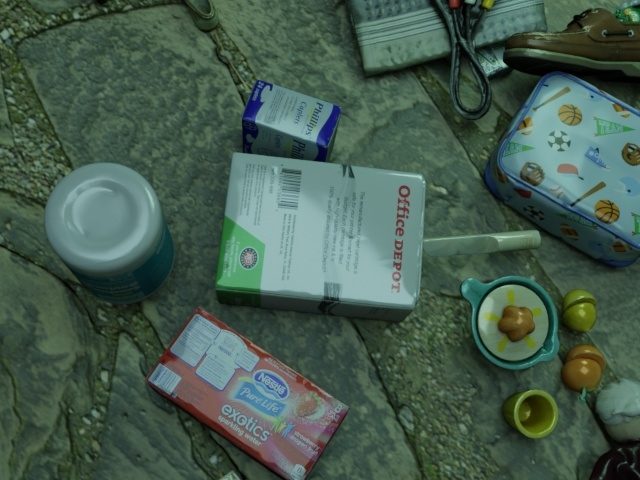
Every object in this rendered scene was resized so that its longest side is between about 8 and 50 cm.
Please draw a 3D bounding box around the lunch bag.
[{"bbox_3d":[0.433,-0.116,1.355,0.303,0.115,0.243,32,71,6],"label":"lunch bag"}]

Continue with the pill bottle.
[{"bbox_3d":[-0.279,0.004,1.185,0.146,0.264,0.146,1,73,-3],"label":"pill bottle"}]

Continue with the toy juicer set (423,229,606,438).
[{"bbox_3d":[0.310,0.102,1.259,0.209,0.089,0.329,-25,90,-13],"label":"toy juicer set"}]

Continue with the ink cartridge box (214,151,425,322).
[{"bbox_3d":[0.000,0.000,1.280,0.289,0.121,0.211,7,73,-2],"label":"ink cartridge box"}]

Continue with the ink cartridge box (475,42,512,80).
[{"bbox_3d":[0.274,-0.327,1.447,0.062,0.029,0.115,-25,77,-10],"label":"ink cartridge box"}]

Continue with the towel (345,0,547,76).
[{"bbox_3d":[0.188,-0.452,1.430,0.324,0.056,0.312,-12,87,3],"label":"towel"}]

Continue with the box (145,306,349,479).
[{"bbox_3d":[-0.102,0.222,1.206,0.257,0.122,0.128,33,74,5],"label":"box"}]

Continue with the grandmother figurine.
[{"bbox_3d":[0.457,0.366,1.224,0.207,0.104,0.342,8,68,-31],"label":"grandmother figurine"}]

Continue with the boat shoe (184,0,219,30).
[{"bbox_3d":[-0.215,-0.420,1.429,0.056,0.048,0.153,-24,77,-11],"label":"boat shoe"}]

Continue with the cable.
[{"bbox_3d":[0.223,-0.340,1.359,0.139,0.072,0.287,8,89,10],"label":"cable"}]

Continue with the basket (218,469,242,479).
[{"bbox_3d":[-0.113,0.403,1.159,0.103,0.113,0.167,-36,79,-17],"label":"basket"}]

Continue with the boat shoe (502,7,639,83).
[{"bbox_3d":[0.429,-0.319,1.392,0.307,0.110,0.104,1,94,-24],"label":"boat shoe"}]

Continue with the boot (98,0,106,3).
[{"bbox_3d":[-0.369,-0.523,1.443,0.161,0.083,0.247,24,79,-4],"label":"boot"}]

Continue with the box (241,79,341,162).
[{"bbox_3d":[-0.046,-0.168,1.326,0.137,0.126,0.072,18,72,2],"label":"box"}]

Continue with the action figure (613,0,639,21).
[{"bbox_3d":[0.593,-0.388,1.476,0.232,0.063,0.137,-15,78,-5],"label":"action figure"}]
